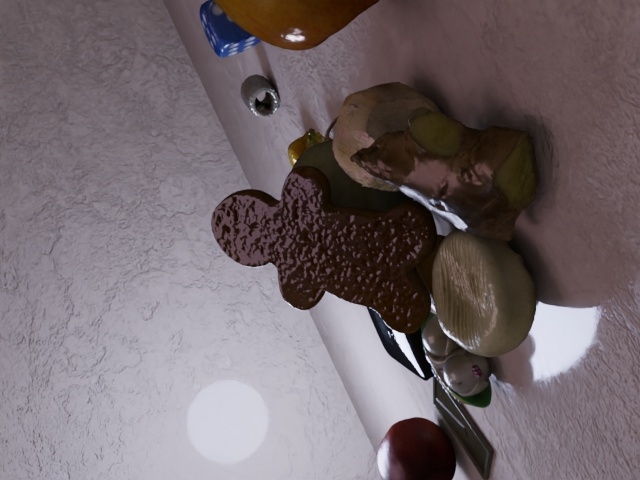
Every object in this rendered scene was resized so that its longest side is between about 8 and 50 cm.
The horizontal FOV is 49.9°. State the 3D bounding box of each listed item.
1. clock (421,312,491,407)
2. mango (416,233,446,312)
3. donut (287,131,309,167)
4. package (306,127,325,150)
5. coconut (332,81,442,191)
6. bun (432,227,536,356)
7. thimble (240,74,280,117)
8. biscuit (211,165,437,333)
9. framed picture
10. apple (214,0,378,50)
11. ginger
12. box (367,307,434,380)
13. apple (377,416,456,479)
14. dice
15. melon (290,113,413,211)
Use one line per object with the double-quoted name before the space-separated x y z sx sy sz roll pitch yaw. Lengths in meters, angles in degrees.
"clock" 0.277 0.238 1.407 0.231 0.103 0.144 56 164 31
"mango" 0.233 0.079 1.258 0.227 0.109 0.147 55 161 36
"donut" -0.032 -0.210 1.960 0.190 0.075 0.174 67 168 -10
"package" 0.031 -0.167 1.716 0.226 0.090 0.168 68 171 -22
"coconut" 0.111 -0.172 1.144 0.194 0.194 0.194 61 168 23
"bun" 0.269 0.077 1.092 0.222 0.128 0.222 180 90 -72
"thimble" -0.185 -0.442 2.116 0.115 0.102 0.090 35 -165 -47
"biscuit" 0.001 0.000 1.252 0.064 0.432 0.282 -41 -42 -58
"framed picture" 0.354 0.467 1.740 0.250 0.016 0.184 57 166 39
"apple" -0.031 -0.421 1.005 0.275 0.299 0.299 51 168 0
"ginger" 0.175 -0.099 0.978 0.270 0.123 0.218 25 156 38
"box" 0.192 0.204 1.797 0.288 0.073 0.290 67 168 -11
"apple" 0.268 0.612 1.924 0.201 0.218 0.218 55 164 43
"dice" -0.252 -0.614 1.950 0.143 0.147 0.146 -174 61 -79
"melon" 0.060 -0.070 1.379 0.308 0.272 0.271 58 166 22
